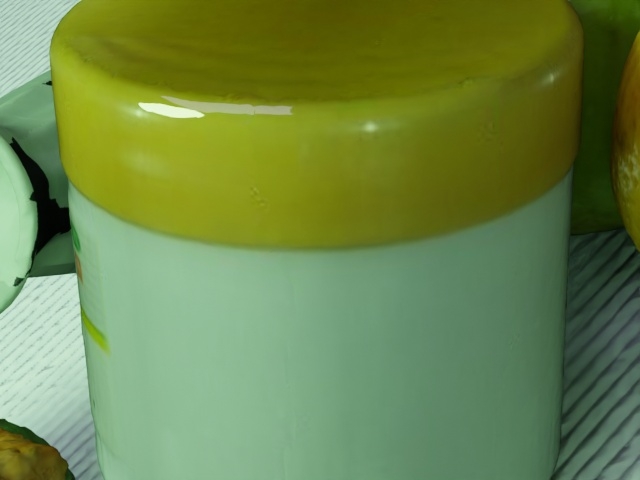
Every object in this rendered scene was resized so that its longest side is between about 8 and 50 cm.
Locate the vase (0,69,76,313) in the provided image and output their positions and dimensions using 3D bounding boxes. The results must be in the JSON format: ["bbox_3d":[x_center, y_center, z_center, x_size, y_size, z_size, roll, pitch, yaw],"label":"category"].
[{"bbox_3d":[-0.127,-0.047,0.935,0.165,0.165,0.360,-15,5,22],"label":"vase"}]

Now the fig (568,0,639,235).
[{"bbox_3d":[0.150,-0.123,0.891,0.203,0.225,0.203,-4,23,2],"label":"fig"}]

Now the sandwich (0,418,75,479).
[{"bbox_3d":[-0.192,0.150,0.830,0.162,0.250,0.301,-3,22,-46],"label":"sandwich"}]

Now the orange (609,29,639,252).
[{"bbox_3d":[0.239,-0.046,0.723,0.219,0.219,0.193,-21,-7,13],"label":"orange"}]

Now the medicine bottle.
[{"bbox_3d":[0.000,0.000,0.764,0.238,0.231,0.238,-1,26,0],"label":"medicine bottle"}]
